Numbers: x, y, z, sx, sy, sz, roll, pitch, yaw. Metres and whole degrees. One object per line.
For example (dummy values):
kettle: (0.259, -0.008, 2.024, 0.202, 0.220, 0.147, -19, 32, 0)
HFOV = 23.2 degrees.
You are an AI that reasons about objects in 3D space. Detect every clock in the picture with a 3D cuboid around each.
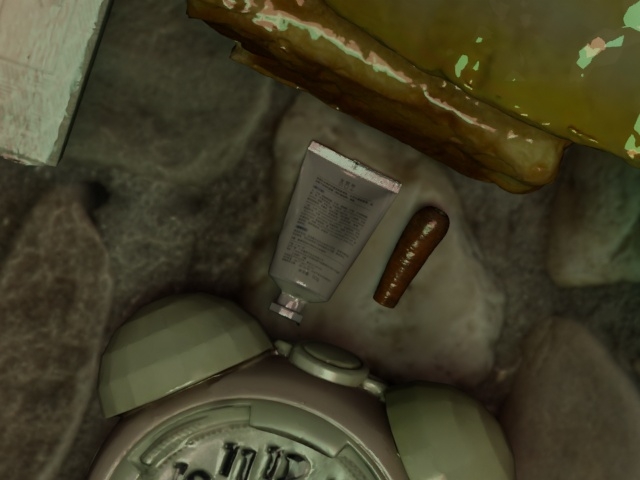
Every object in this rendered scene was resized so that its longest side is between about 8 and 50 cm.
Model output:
clock: (-0.040, 0.231, 1.231, 0.342, 0.184, 0.326, 19, 100, 3)

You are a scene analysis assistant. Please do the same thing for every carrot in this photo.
carrot: (0.074, 0.012, 1.281, 0.032, 0.032, 0.093, 28, 104, -9)

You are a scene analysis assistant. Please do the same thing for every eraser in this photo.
eraser: (-0.179, -0.260, 1.174, 0.096, 0.098, 0.404, 19, 101, -8)

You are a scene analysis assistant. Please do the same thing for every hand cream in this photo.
hand cream: (0.000, 0.000, 1.270, 0.084, 0.053, 0.142, 26, 84, -9)

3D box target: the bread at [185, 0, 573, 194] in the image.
bread: (0.064, -0.177, 1.181, 0.344, 0.149, 0.195, 29, 84, -9)

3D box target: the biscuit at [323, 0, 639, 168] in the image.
biscuit: (0.156, -0.293, 0.999, 0.446, 0.104, 0.429, 22, 102, 20)
